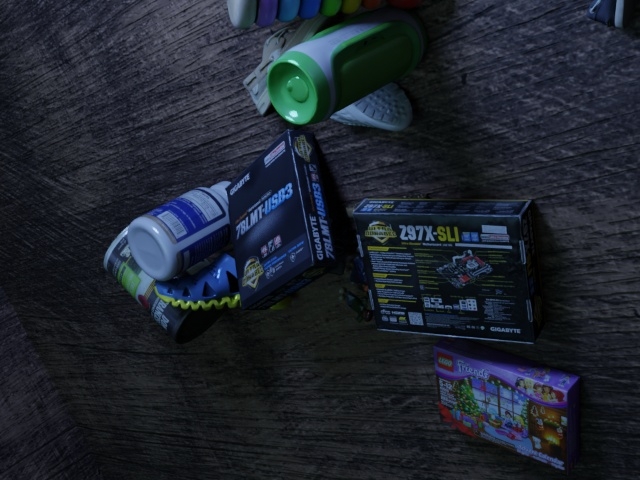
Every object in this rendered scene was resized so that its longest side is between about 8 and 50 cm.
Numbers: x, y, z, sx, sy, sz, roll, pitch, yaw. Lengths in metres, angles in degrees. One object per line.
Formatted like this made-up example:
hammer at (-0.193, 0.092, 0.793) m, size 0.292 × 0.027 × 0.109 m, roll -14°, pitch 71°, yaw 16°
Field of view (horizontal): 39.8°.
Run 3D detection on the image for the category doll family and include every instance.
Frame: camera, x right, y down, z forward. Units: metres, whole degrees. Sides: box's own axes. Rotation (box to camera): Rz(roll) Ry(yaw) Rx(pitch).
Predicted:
doll family at (0.105, 0.084, 1.823) m, size 0.111 × 0.076 × 0.193 m, roll 40°, pitch 140°, yaw 37°

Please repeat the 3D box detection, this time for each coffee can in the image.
coffee can at (-0.378, 0.094, 2.219) m, size 0.275 × 0.201 × 0.201 m, roll 43°, pitch 139°, yaw 16°

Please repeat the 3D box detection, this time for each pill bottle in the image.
pill bottle at (-0.289, -0.029, 1.995) m, size 0.153 × 0.264 × 0.153 m, roll 25°, pitch 130°, yaw 33°

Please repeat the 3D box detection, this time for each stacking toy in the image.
stacking toy at (0.018, -0.415, 1.414) m, size 0.141 × 0.330 × 0.141 m, roll 174°, pitch 90°, yaw -78°

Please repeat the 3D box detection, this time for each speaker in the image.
speaker at (0.049, -0.291, 1.449) m, size 0.131 × 0.296 × 0.131 m, roll 25°, pitch 132°, yaw 32°

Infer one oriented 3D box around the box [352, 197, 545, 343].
box at (0.235, 0.051, 1.619) m, size 0.322 × 0.079 × 0.257 m, roll 1°, pitch 116°, yaw 30°

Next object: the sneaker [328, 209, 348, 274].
sneaker at (0.000, 0.000, 1.873) m, size 0.227 × 0.087 × 0.130 m, roll -175°, pitch 98°, yaw -72°

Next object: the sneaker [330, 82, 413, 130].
sneaker at (0.073, -0.251, 1.636) m, size 0.235 × 0.090 × 0.095 m, roll 30°, pitch 151°, yaw 29°

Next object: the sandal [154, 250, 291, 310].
sandal at (-0.223, 0.088, 2.035) m, size 0.126 × 0.317 × 0.138 m, roll -150°, pitch 60°, yaw -69°

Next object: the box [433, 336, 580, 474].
box at (0.363, 0.317, 1.737) m, size 0.293 × 0.057 × 0.201 m, roll 15°, pitch 125°, yaw 39°

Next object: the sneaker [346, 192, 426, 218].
sneaker at (0.134, -0.037, 1.718) m, size 0.192 × 0.064 × 0.086 m, roll -5°, pitch 107°, yaw 43°

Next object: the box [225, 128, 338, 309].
box at (-0.091, -0.036, 1.842) m, size 0.295 × 0.073 × 0.293 m, roll -33°, pitch 62°, yaw 50°

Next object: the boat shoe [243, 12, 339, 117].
boat shoe at (-0.067, -0.351, 1.680) m, size 0.098 × 0.109 × 0.302 m, roll 51°, pitch 146°, yaw 4°

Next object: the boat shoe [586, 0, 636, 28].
boat shoe at (0.398, -0.391, 1.206) m, size 0.065 × 0.075 × 0.206 m, roll 19°, pitch 133°, yaw 32°
